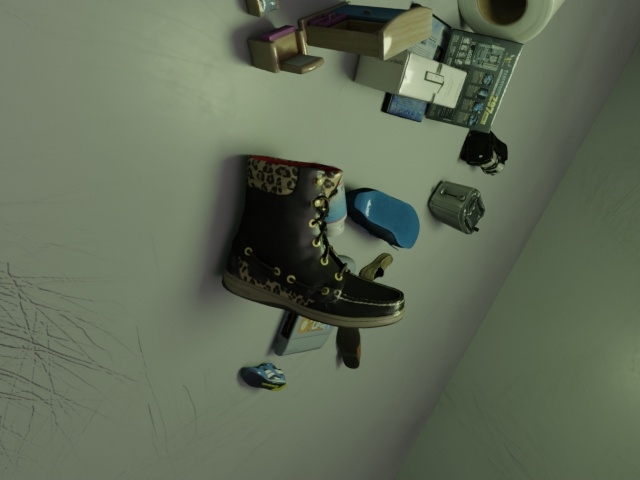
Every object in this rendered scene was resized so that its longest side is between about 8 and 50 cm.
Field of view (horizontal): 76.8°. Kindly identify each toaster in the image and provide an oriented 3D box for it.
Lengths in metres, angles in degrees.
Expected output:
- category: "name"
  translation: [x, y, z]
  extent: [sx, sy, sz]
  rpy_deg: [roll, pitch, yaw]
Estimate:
- category: "toaster"
  translation: [0.488, -0.116, 1.443]
  extent: [0.129, 0.146, 0.227]
  rpy_deg: [-57, 143, -4]

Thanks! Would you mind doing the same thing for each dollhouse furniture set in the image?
- category: "dollhouse furniture set"
  translation: [0.027, -0.452, 0.622]
  extent: [0.286, 0.198, 0.303]
  rpy_deg: [-38, 138, -29]

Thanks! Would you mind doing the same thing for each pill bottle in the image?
- category: "pill bottle"
  translation: [0.016, -0.088, 0.946]
  extent: [0.087, 0.087, 0.160]
  rpy_deg: [-38, 138, -28]

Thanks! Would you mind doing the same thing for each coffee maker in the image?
- category: "coffee maker"
  translation: [0.610, -0.337, 1.466]
  extent: [0.178, 0.120, 0.171]
  rpy_deg: [4, 109, -52]

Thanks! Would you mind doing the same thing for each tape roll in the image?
- category: "tape roll"
  translation: [0.497, -0.649, 1.014]
  extent: [0.169, 0.246, 0.246]
  rpy_deg: [-50, 143, -14]

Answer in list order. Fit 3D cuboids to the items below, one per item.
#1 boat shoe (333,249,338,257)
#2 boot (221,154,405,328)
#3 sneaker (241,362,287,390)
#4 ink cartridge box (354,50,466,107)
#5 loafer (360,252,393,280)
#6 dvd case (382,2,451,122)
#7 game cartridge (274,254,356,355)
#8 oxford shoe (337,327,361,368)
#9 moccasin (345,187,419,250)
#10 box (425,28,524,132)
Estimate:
- category: "boat shoe"
  translation: [-0.043, 0.006, 0.952]
  extent: [0.073, 0.080, 0.223]
  rpy_deg: [-51, 137, 2]
- category: "boot"
  translation: [0.000, 0.000, 0.791]
  extent: [0.138, 0.377, 0.284]
  rpy_deg: [-42, 144, -71]
- category: "sneaker"
  translation: [-0.153, 0.358, 1.078]
  extent: [0.053, 0.059, 0.144]
  rpy_deg: [-38, 132, 21]
- category: "ink cartridge box"
  translation: [0.199, -0.366, 0.906]
  extent: [0.203, 0.148, 0.086]
  rpy_deg: [-4, 119, -38]
- category: "loafer"
  translation: [0.191, 0.092, 1.307]
  extent: [0.148, 0.050, 0.056]
  rpy_deg: [-33, 136, -33]
- category: "dvd case"
  translation: [0.250, -0.444, 1.043]
  extent: [0.180, 0.022, 0.253]
  rpy_deg: [-6, 118, -47]
- category: "game cartridge"
  translation: [-0.007, 0.179, 1.130]
  extent: [0.198, 0.062, 0.297]
  rpy_deg: [9, 106, -48]
- category: "oxford shoe"
  translation: [0.103, 0.336, 1.369]
  extent: [0.076, 0.076, 0.212]
  rpy_deg: [-65, 156, -52]
- category: "moccasin"
  translation: [0.170, -0.074, 1.125]
  extent: [0.342, 0.117, 0.137]
  rpy_deg: [32, 75, -49]
- category: "box"
  translation: [0.407, -0.427, 1.093]
  extent: [0.059, 0.183, 0.232]
  rpy_deg: [-63, 167, -58]
